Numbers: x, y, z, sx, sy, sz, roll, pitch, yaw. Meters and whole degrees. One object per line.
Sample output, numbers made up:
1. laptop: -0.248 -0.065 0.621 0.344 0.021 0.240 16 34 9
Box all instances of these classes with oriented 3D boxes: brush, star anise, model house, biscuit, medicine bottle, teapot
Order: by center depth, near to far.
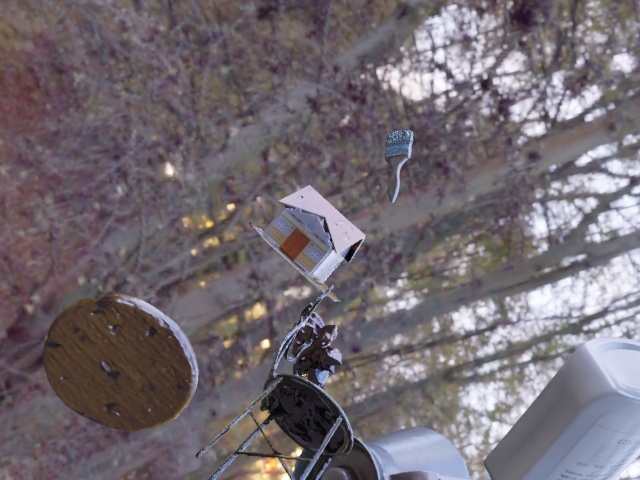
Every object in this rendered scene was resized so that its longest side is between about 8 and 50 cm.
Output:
1. medicine bottle: 0.330 0.278 1.186 0.324 0.179 0.124 -63 -144 31
2. biscuit: -0.265 0.165 1.188 0.036 0.212 0.212 -84 163 -64
3. model house: 0.000 0.000 1.671 0.219 0.136 0.207 40 0 17
4. teapot: 0.142 0.482 1.728 0.344 0.300 0.254 20 61 -51
5. star anise: -0.009 0.211 1.743 0.167 0.057 0.168 -11 -104 48
6. brush: 0.173 -0.170 2.040 0.021 0.070 0.196 50 41 -48

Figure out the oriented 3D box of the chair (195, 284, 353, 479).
1. chair: -0.028 0.228 1.189 0.170 0.326 0.160 32 -40 15
